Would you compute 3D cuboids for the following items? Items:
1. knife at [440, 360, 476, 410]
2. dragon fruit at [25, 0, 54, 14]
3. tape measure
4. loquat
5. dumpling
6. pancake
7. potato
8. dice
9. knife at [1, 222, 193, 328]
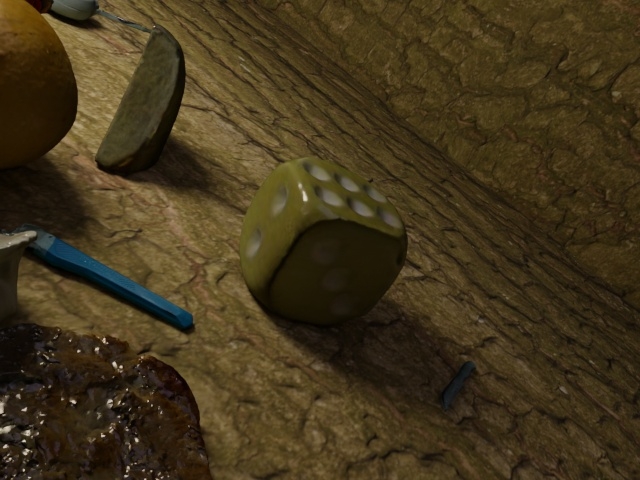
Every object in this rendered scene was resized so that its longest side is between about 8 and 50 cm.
[{"bbox_3d":[0.279,0.288,1.132,0.028,0.015,0.210,49,31,12],"label":"knife"},{"bbox_3d":[-0.695,-0.531,1.066,0.343,0.277,0.277,26,29,-21],"label":"dragon fruit"},{"bbox_3d":[-0.595,-0.588,1.452,0.330,0.084,0.164,34,30,1],"label":"tape measure"},{"bbox_3d":[-0.514,-0.243,0.823,0.275,0.274,0.274,27,29,-16],"label":"loquat"},{"bbox_3d":[-0.394,0.045,0.617,0.216,0.167,0.126,-24,92,-62],"label":"dumpling"},{"bbox_3d":[-0.267,0.225,0.583,0.356,0.065,0.356,27,28,-16],"label":"pancake"},{"bbox_3d":[-0.326,-0.288,1.103,0.112,0.255,0.269,23,30,-20],"label":"potato"},{"bbox_3d":[0.000,0.000,1.039,0.238,0.233,0.226,19,32,-30],"label":"dice"},{"bbox_3d":[-0.322,0.056,0.825,0.297,0.026,0.044,32,31,-11],"label":"knife"}]
